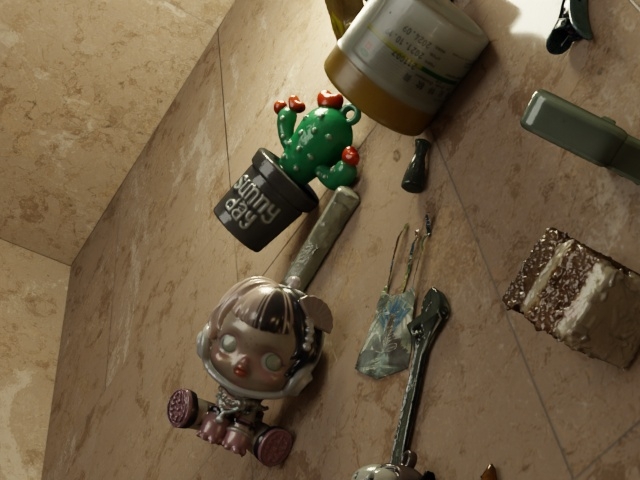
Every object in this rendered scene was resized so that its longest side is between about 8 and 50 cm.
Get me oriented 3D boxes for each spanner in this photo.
[{"bbox_3d":[0.156,0.230,1.577,0.093,0.026,0.325,-18,53,57],"label":"spanner"}]

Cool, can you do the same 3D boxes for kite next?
[{"bbox_3d":[0.133,0.102,1.749,0.169,0.015,0.310,-23,49,58],"label":"kite"}]

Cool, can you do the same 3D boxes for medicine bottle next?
[{"bbox_3d":[0.163,-0.357,1.840,0.232,0.238,0.238,-52,27,25],"label":"medicine bottle"}]

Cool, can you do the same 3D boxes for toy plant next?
[{"bbox_3d":[-0.053,-0.156,2.174,0.400,0.185,0.279,-46,34,7],"label":"toy plant"}]

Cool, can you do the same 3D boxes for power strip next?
[{"bbox_3d":[0.370,-0.133,1.283,0.059,0.193,0.265,-63,-12,12],"label":"power strip"}]

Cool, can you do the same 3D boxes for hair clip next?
[{"bbox_3d":[0.434,-0.438,1.600,0.083,0.048,0.275,-24,46,61],"label":"hair clip"}]

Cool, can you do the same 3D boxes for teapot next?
[{"bbox_3d":[0.185,-0.146,1.842,0.043,0.043,0.111,-27,42,54],"label":"teapot"}]

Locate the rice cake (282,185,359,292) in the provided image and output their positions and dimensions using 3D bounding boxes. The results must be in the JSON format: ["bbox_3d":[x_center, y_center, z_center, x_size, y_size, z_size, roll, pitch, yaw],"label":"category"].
[{"bbox_3d":[0.000,0.000,2.070,0.057,0.052,0.256,42,108,34],"label":"rice cake"}]

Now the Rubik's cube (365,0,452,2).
[{"bbox_3d":[0.187,-0.553,2.063,0.162,0.163,0.160,-55,26,17],"label":"Rubik's cube"}]

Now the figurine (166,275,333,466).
[{"bbox_3d":[-0.141,0.241,1.911,0.211,0.253,0.361,-108,38,-79],"label":"figurine"}]

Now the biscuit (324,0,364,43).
[{"bbox_3d":[0.042,-0.526,2.112,0.368,0.076,0.394,-118,11,-78],"label":"biscuit"}]

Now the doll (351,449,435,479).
[{"bbox_3d":[0.091,0.431,1.408,0.182,0.117,0.257,-21,52,64],"label":"doll"}]

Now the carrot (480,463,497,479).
[{"bbox_3d":[0.209,0.410,1.263,0.061,0.061,0.257,-40,32,43],"label":"carrot"}]

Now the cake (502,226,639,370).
[{"bbox_3d":[0.336,0.078,1.224,0.134,0.135,0.147,-59,30,12],"label":"cake"}]
